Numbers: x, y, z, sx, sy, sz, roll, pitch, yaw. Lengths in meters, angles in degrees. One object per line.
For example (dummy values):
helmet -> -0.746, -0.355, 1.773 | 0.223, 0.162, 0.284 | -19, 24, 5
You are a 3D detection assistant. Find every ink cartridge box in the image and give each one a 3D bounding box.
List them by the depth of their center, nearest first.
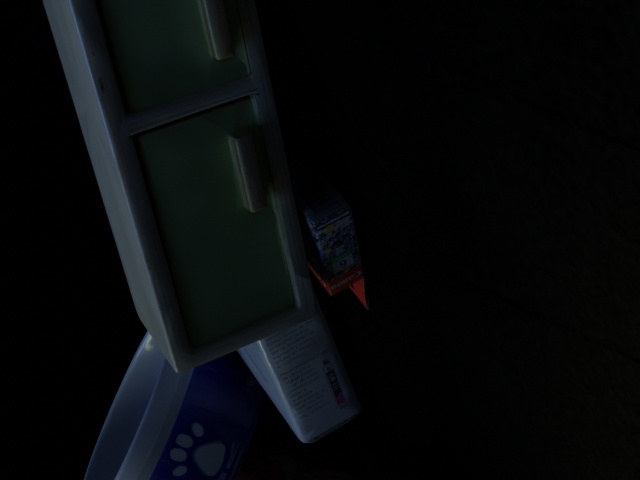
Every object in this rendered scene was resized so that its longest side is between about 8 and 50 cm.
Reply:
ink cartridge box -> 0.000, 0.000, 0.730 | 0.063, 0.029, 0.115 | 51, 164, 37
ink cartridge box -> -0.101, -0.035, 0.952 | 0.324, 0.071, 0.330 | 47, 161, 51

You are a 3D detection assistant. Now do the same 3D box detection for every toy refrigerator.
toy refrigerator -> -0.083, -0.062, 0.656 | 0.094, 0.102, 0.270 | 41, 147, 55

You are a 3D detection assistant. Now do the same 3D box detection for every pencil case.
pencil case -> -0.082, 0.257, 1.313 | 0.167, 0.160, 0.386 | 58, 169, -30

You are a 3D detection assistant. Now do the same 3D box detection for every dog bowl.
dog bowl -> -0.153, 0.194, 1.122 | 0.104, 0.265, 0.265 | 24, 174, -13
